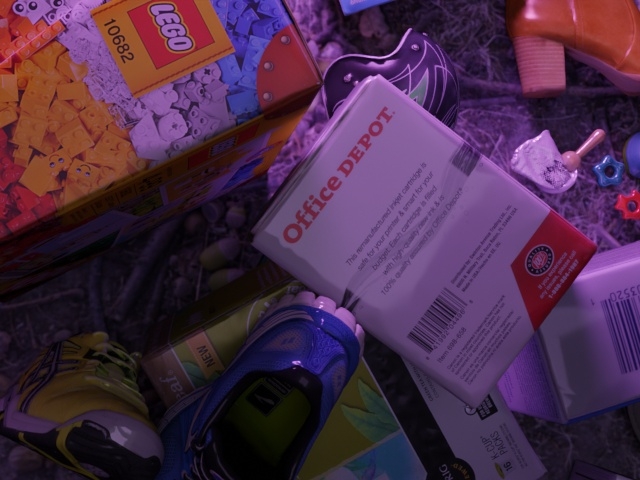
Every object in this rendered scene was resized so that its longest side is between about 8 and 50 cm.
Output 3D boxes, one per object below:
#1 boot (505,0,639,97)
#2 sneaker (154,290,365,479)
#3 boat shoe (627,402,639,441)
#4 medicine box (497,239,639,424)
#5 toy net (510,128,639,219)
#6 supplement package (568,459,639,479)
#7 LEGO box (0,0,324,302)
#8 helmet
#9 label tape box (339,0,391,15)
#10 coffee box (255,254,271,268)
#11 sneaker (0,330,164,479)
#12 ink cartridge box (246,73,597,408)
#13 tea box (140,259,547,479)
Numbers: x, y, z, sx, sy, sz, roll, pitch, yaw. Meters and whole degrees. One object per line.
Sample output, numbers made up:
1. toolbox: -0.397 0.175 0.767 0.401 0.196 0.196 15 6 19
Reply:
1. boot: 0.386 -0.297 1.395 0.295 0.104 0.211 -2 87 -5
2. sneaker: -0.089 0.194 1.002 0.130 0.147 0.330 34 118 -2
3. boat shoe: 0.487 0.270 1.390 0.227 0.069 0.081 47 123 3
4. medicine box: 0.331 0.096 1.264 0.264 0.289 0.149 -16 88 -9
5. toy net: 0.357 -0.086 1.408 0.232 0.045 0.122 -2 88 -7
6. supplement package: 0.359 0.413 1.323 0.134 0.139 0.244 20 85 -6
7. LEGO box: -0.232 -0.107 1.088 0.373 0.500 0.193 -27 90 -9
8. helmet: 0.090 -0.167 1.312 0.162 0.169 0.169 -10 87 7
9. label tape box: 0.076 -0.467 1.357 0.249 0.115 0.347 -19 91 -10
10. coffee box: 0.000 0.000 1.345 0.113 0.040 0.184 30 83 -8
11. sneaker: -0.251 0.162 1.129 0.145 0.385 0.147 37 73 -23
12. ink cartridge box: 0.091 -0.002 1.044 0.273 0.114 0.197 37 90 -9
13. tea box: 0.018 0.177 1.219 0.324 0.220 0.329 -30 97 -2
